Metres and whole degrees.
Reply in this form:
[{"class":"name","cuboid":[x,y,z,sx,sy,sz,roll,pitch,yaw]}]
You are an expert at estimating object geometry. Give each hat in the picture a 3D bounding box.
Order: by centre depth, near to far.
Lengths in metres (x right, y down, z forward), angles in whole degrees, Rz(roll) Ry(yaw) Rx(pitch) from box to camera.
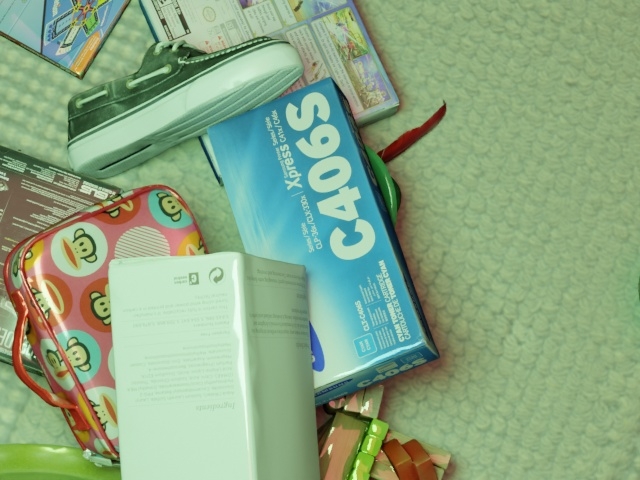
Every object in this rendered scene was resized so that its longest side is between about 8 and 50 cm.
[{"class":"hat","cuboid":[0.069,-0.050,2.019,0.208,0.183,0.173,-32,77,30]}]

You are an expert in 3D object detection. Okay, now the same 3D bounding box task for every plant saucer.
[{"class":"plant saucer","cuboid":[-0.310,0.280,1.820,0.241,0.241,0.037,7,99,-3]}]

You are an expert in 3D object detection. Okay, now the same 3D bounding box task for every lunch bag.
[{"class":"lunch bag","cuboid":[-0.228,0.105,1.852,0.258,0.120,0.293,-26,94,-26]}]

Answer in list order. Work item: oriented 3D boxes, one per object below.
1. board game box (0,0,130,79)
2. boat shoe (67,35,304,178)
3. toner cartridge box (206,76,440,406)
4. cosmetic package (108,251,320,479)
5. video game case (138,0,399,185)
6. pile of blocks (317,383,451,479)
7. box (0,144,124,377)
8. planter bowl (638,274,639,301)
[{"class":"board game box","cuboid":[-0.294,-0.356,2.050,0.145,0.027,0.281,29,78,3]},{"class":"boat shoe","cuboid":[-0.178,-0.182,1.914,0.335,0.121,0.119,-21,77,25]},{"class":"toner cartridge box","cuboid":[0.000,0.000,1.862,0.165,0.075,0.348,-23,69,10]},{"class":"cosmetic package","cuboid":[-0.102,0.213,1.693,0.156,0.217,0.385,-5,82,18]},{"class":"video game case","cuboid":[-0.067,-0.237,2.025,0.244,0.061,0.269,-23,81,-7]},{"class":"pile of blocks","cuboid":[0.006,0.197,1.915,0.149,0.112,0.362,-43,84,-11]},{"class":"box","cuboid":[-0.418,0.003,1.940,0.307,0.076,0.242,19,78,0]},{"class":"planter bowl","cuboid":[0.460,0.064,1.980,0.162,0.109,0.162,1,78,-5]}]
